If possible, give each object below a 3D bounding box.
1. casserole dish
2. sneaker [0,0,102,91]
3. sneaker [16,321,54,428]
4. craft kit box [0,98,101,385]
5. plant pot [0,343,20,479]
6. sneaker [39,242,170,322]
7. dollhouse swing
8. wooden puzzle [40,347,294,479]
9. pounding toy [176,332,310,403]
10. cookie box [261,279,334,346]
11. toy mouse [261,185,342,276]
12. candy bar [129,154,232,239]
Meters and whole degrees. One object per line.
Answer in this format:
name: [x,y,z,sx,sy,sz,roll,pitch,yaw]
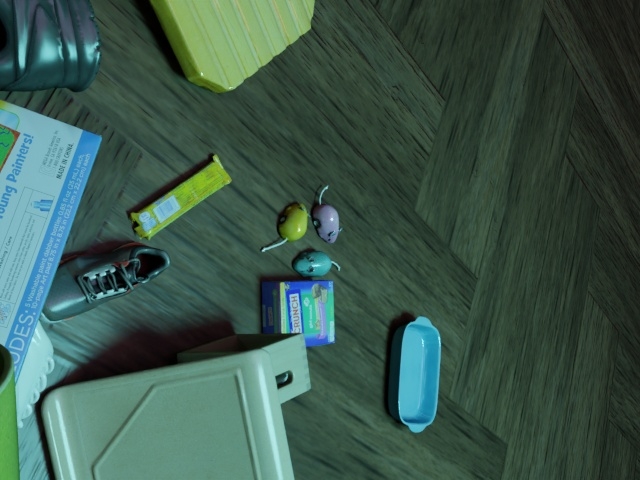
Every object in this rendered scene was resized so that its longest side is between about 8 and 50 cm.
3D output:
casserole dish: [0.154,0.222,1.159,0.114,0.037,0.189,18,74,-46]
sneaker: [-0.305,-0.278,0.654,0.130,0.109,0.287,-22,101,-40]
sneaker: [-0.289,0.124,0.633,0.091,0.094,0.258,2,85,-46]
craft kit box: [-0.335,-0.011,0.553,0.246,0.061,0.250,21,71,-22]
plant pot: [-0.294,0.239,0.395,0.274,0.274,0.294,-19,108,-47]
sneaker: [-0.226,0.037,0.733,0.158,0.064,0.061,-32,109,-45]
dollhouse swing: [-0.055,-0.399,0.809,0.305,0.315,0.347,55,45,-16]
wooden puzzle: [-0.152,0.240,0.737,0.238,0.044,0.221,-11,96,-7]
pounding toy: [-0.105,0.173,0.821,0.141,0.130,0.100,-11,94,-56]
cookie box: [-0.030,0.101,0.963,0.107,0.040,0.092,1,86,-47]
toy mouse: [0.000,0.000,1.013,0.143,0.031,0.161,51,52,-32]
candy bar: [-0.167,-0.054,0.844,0.161,0.018,0.040,-43,114,-41]
